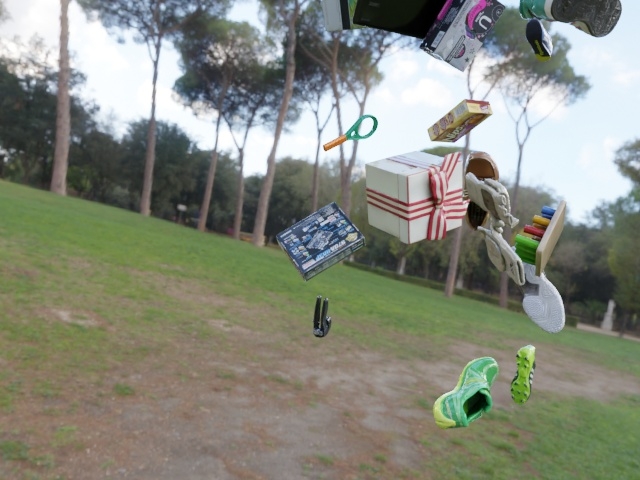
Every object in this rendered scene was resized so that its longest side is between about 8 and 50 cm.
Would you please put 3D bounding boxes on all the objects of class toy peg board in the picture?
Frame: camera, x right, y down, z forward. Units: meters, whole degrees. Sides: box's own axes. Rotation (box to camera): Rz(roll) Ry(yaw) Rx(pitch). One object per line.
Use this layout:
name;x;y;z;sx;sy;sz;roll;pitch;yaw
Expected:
toy peg board;0.578;-0.014;1.461;0.079;0.160;0.161;23;-16;28

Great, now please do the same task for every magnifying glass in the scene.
magnifying glass;0.110;-0.384;1.995;0.026;0.231;0.092;46;-20;41

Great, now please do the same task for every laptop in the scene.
laptop;0.324;-0.965;1.972;0.382;0.408;0.236;8;29;-13

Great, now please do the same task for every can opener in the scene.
can opener;0.000;0.260;1.881;0.059;0.186;0.073;9;39;16

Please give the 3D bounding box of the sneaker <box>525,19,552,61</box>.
sneaker;0.678;-0.628;1.707;0.053;0.059;0.144;4;-40;45

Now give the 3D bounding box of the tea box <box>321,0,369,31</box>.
tea box;0.199;-1.021;2.279;0.324;0.220;0.329;1;33;18

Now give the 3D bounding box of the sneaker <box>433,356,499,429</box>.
sneaker;0.430;0.430;1.525;0.123;0.109;0.295;-5;20;45

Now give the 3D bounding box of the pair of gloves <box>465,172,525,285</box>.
pair of gloves;0.411;-0.036;1.280;0.042;0.240;0.204;-20;19;-1

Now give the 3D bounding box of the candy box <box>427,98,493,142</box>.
candy box;0.441;-0.378;1.756;0.109;0.053;0.187;-3;-20;-31

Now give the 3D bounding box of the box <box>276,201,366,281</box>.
box;0.000;0.000;1.682;0.175;0.220;0.051;51;-13;34

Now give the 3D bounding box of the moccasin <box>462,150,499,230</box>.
moccasin;0.624;-0.192;2.191;0.139;0.147;0.380;14;-37;17

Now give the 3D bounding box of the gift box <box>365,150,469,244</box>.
gift box;0.323;-0.158;1.770;0.276;0.255;0.258;-22;28;-23

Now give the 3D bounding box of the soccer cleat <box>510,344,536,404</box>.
soccer cleat;0.583;0.383;1.568;0.072;0.179;0.060;-16;25;-41

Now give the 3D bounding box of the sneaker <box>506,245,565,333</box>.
sneaker;0.629;0.144;1.596;0.101;0.268;0.153;-33;-27;22

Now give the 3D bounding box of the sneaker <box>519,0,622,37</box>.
sneaker;0.606;-0.592;1.382;0.295;0.124;0.178;-1;35;-36

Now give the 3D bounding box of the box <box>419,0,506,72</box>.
box;0.483;-0.727;1.891;0.142;0.247;0.163;24;19;-21
